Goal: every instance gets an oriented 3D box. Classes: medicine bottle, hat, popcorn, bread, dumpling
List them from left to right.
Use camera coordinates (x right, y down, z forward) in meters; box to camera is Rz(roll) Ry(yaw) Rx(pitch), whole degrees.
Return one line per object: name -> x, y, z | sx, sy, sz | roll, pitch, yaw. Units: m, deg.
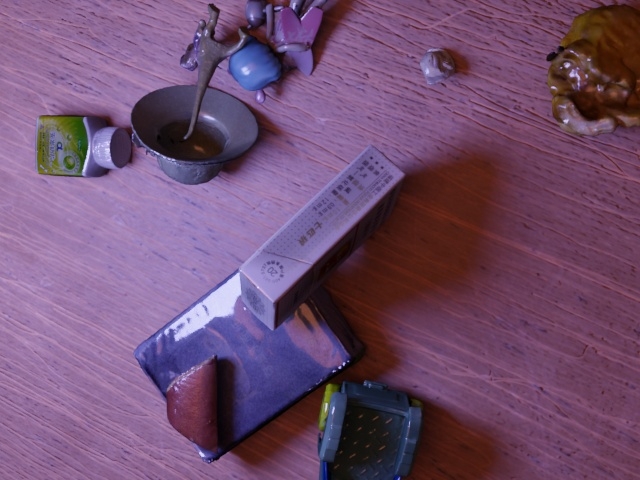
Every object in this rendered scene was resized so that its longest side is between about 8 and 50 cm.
medicine bottle -> -0.508, -0.201, 1.895 | 0.188, 0.088, 0.132 | 4, 94, 19
bread -> -0.251, 0.316, 1.720 | 0.119, 0.067, 0.192 | 1, 95, 19
hat -> -0.256, -0.186, 1.774 | 0.257, 0.257, 0.130 | 28, 133, 15
dumpling -> 0.218, -0.328, 1.655 | 0.057, 0.076, 0.052 | -21, 110, 23
popcorn -> 0.476, -0.278, 1.504 | 0.191, 0.190, 0.253 | 39, 65, 0

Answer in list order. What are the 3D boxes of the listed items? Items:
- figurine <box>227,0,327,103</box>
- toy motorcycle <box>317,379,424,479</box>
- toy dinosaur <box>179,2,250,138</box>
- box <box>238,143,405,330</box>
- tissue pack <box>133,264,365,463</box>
figurine -> -0.094, -0.413, 1.731 | 0.205, 0.103, 0.260 | 46, 107, 11
toy motorcycle -> 0.075, 0.441, 1.667 | 0.191, 0.200, 0.326 | 11, 102, -2
toy dinosaur -> -0.218, -0.343, 1.729 | 0.200, 0.072, 0.251 | -51, 45, 29
box -> 0.000, 0.000, 1.596 | 0.330, 0.210, 0.095 | -43, 78, -16
tissue pack -> -0.145, 0.223, 1.777 | 0.394, 0.124, 0.288 | -37, 81, 17
